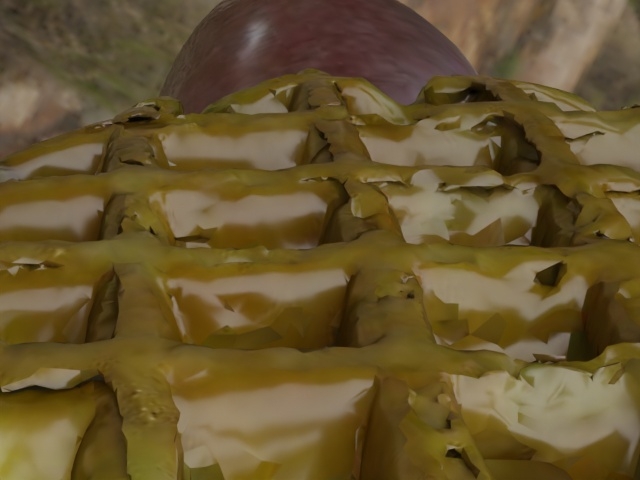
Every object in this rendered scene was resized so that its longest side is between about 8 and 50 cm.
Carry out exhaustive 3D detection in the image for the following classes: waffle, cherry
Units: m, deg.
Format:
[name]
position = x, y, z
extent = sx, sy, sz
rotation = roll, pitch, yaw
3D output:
[waffle]
position = 0.052, 0.028, 0.494
extent = 0.382, 0.379, 0.095
rotation = -22, 121, -52
[cherry]
position = 0.000, 0.000, 0.920
extent = 0.261, 0.221, 0.307
rotation = 106, -18, -62
